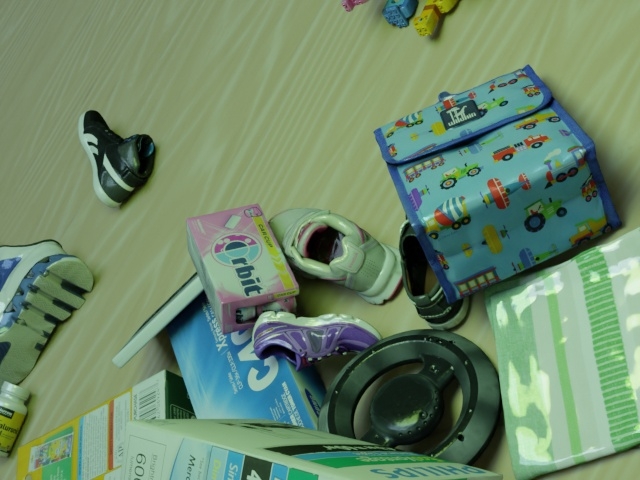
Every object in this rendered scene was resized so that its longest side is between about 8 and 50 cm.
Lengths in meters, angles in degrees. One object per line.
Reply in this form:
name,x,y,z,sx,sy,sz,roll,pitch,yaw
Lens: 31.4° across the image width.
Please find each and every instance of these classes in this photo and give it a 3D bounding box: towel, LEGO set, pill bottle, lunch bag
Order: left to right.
pill bottle,-0.529,0.297,1.902,0.065,0.065,0.116,8,72,45
LEGO set,0.132,-0.345,1.648,0.227,0.087,0.093,-6,47,41
lunch bag,0.199,-0.098,1.396,0.221,0.138,0.293,-25,37,6
towel,0.333,0.099,1.233,0.324,0.038,0.248,-26,51,30

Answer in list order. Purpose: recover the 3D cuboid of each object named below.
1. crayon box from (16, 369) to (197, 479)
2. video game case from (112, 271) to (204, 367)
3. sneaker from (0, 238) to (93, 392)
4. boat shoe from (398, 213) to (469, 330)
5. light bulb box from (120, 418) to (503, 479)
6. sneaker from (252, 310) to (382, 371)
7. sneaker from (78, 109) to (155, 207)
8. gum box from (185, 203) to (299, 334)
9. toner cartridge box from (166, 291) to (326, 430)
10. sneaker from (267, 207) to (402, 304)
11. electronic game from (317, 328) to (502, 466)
crayon box,-0.309,0.345,1.653,0.323,0.083,0.203,-28,49,27
video game case,-0.216,0.096,1.689,0.190,0.022,0.173,-43,6,15
sneaker,-0.538,0.116,1.990,0.315,0.127,0.182,-46,39,3
boat shoe,0.139,-0.003,1.447,0.084,0.079,0.233,-27,46,31
light bulb box,-0.030,0.388,1.196,0.361,0.225,0.358,3,87,45
sneaker,-0.004,0.138,1.462,0.169,0.068,0.071,1,54,8
sneaker,-0.351,-0.169,2.014,0.121,0.079,0.217,-35,55,19
gum box,-0.107,0.039,1.548,0.107,0.062,0.188,-13,44,-16
toner cartridge box,-0.091,0.197,1.543,0.165,0.075,0.348,-44,44,16
sneaker,0.000,0.000,1.548,0.252,0.111,0.103,18,79,47
electronic game,0.103,0.201,1.348,0.229,0.048,0.229,-16,45,16
